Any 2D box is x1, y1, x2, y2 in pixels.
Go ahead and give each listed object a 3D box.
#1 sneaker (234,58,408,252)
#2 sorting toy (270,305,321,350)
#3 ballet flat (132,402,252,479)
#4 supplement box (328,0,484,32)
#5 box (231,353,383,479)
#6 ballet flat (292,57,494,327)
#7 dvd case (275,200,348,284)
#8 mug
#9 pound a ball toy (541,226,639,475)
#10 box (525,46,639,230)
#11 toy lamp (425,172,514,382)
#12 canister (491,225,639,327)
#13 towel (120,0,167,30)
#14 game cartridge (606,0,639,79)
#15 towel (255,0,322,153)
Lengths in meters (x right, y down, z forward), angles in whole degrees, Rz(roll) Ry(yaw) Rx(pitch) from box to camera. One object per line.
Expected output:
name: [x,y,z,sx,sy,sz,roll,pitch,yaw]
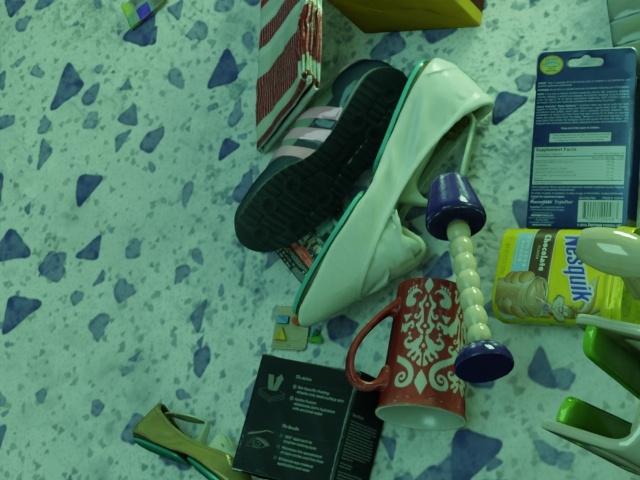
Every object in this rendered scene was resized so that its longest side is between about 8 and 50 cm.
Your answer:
sneaker: [-0.007,-0.120,1.892,0.319,0.112,0.131,-46,28,1]
sorting toy: [-0.030,0.119,1.860,0.083,0.012,0.062,1,72,33]
ballet flat: [-0.161,0.281,1.845,0.232,0.080,0.073,22,69,35]
supplement box: [0.127,-0.407,1.894,0.191,0.129,0.194,2,73,34]
box: [-0.010,0.240,1.750,0.156,0.093,0.158,7,77,35]
ballet flat: [0.104,-0.046,1.779,0.139,0.139,0.400,25,85,37]
dvd case: [0.000,0.000,1.888,0.119,0.013,0.087,-48,54,9]
mug: [0.120,0.133,1.681,0.113,0.150,0.169,-15,59,46]
pound a ball toy: [0.355,0.135,1.416,0.136,0.319,0.208,13,79,35]
box: [0.328,-0.123,1.686,0.136,0.036,0.225,2,87,33]
toy lamp: [0.174,0.037,1.648,0.080,0.080,0.274,-23,50,24]
canister: [0.299,0.046,1.642,0.170,0.073,0.126,1,73,34]
towel: [-0.287,-0.387,2.225,0.083,0.009,0.060,-35,57,16]
game cartridge: [0.522,-0.335,1.659,0.355,0.068,0.230,-14,69,28]
towel: [-0.051,-0.318,1.950,0.237,0.037,0.329,135,139,-62]
